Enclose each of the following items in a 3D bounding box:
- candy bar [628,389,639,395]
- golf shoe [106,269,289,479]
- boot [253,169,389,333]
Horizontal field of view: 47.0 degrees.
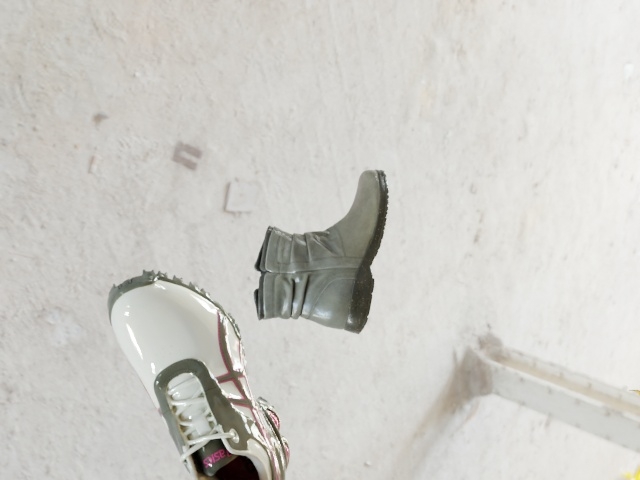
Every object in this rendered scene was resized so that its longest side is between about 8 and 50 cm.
[{"bbox_3d":[0.350,0.176,0.656,0.161,0.040,0.018,37,67,-6],"label":"candy bar"},{"bbox_3d":[-0.106,0.150,0.695,0.105,0.120,0.272,-30,108,4],"label":"golf shoe"},{"bbox_3d":[0.000,0.000,1.000,0.083,0.161,0.246,112,-9,-71],"label":"boot"}]
